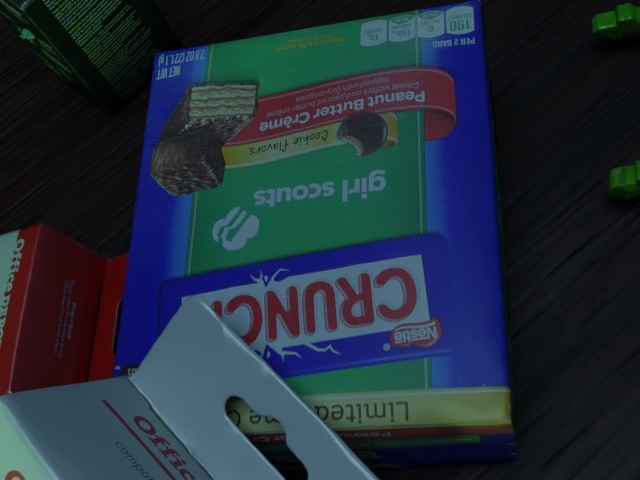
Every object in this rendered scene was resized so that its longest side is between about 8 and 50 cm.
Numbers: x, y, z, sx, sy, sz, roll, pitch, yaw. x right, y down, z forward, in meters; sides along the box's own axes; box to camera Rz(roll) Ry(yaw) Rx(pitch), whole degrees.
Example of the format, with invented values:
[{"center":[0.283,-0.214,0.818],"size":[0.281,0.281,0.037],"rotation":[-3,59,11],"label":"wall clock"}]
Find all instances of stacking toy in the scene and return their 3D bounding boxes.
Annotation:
[{"center":[0.323,-0.108,0.627],"size":[0.221,0.052,0.167],"rotation":[-2,62,17],"label":"stacking toy"}]

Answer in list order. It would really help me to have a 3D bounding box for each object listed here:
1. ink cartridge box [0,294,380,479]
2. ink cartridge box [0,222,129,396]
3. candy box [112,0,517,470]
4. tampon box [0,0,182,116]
[{"center":[-0.137,0.222,0.471],"size":[0.207,0.119,0.353],"rotation":[42,103,20],"label":"ink cartridge box"},{"center":[-0.249,0.072,0.651],"size":[0.231,0.078,0.134],"rotation":[-14,61,26],"label":"ink cartridge box"},{"center":[0.000,0.000,0.620],"size":[0.268,0.122,0.317],"rotation":[-6,65,15],"label":"candy box"},{"center":[-0.227,-0.217,0.768],"size":[0.120,0.161,0.101],"rotation":[37,79,27],"label":"tampon box"}]
